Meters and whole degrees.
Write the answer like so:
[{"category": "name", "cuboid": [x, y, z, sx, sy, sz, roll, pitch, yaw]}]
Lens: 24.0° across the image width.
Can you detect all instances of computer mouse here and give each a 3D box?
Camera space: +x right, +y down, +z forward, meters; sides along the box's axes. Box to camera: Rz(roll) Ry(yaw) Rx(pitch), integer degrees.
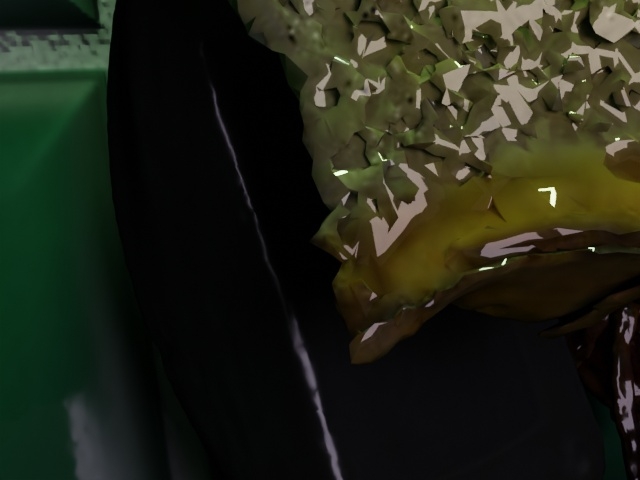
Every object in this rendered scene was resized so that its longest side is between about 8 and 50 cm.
[{"category": "computer mouse", "cuboid": [0.000, 0.000, 0.514, 0.137, 0.086, 0.270, -17, 87, -42]}]

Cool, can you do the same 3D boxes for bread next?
[{"category": "bread", "cuboid": [0.103, -0.091, 0.546, 0.315, 0.279, 0.248, -21, 85, -9]}]

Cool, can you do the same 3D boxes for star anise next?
[{"category": "star anise", "cuboid": [0.103, 0.034, 0.580, 0.097, 0.070, 0.191, 12, 64, -39]}]
